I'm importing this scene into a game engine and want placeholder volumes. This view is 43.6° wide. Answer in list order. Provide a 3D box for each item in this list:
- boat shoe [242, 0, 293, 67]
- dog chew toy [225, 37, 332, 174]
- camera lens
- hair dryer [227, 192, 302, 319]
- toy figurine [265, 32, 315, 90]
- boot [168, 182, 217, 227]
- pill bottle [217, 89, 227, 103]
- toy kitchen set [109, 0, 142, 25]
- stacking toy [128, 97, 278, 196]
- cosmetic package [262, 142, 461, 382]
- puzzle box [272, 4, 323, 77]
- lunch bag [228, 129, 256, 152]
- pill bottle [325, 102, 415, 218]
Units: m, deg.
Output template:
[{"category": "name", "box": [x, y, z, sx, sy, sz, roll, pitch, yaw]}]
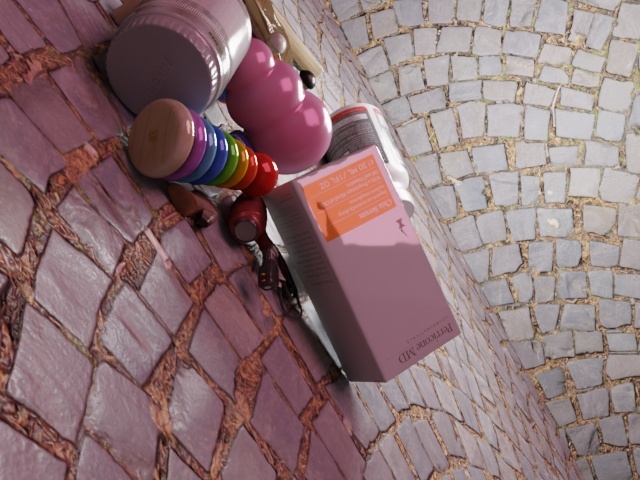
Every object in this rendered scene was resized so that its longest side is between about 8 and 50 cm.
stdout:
[{"category": "boat shoe", "box": [-0.177, -0.573, 2.253, 0.123, 0.123, 0.342, -78, 151, -44]}, {"category": "dog chew toy", "box": [-0.115, -0.306, 1.777, 0.331, 0.207, 0.206, 55, 18, -33]}, {"category": "camera lens", "box": [-0.263, -0.371, 1.523, 0.219, 0.219, 0.274, 52, 30, -24]}, {"category": "hair dryer", "box": [-0.124, 0.011, 1.627, 0.223, 0.080, 0.293, 62, 11, -64]}, {"category": "toy figurine", "box": [-0.116, -0.430, 2.149, 0.213, 0.148, 0.209, 51, 20, -26]}, {"category": "boot", "box": [-0.236, -0.074, 1.481, 0.118, 0.042, 0.087, 53, 13, -23]}, {"category": "pill bottle", "box": [-0.253, -0.420, 1.815, 0.221, 0.124, 0.124, 41, 26, -44]}, {"category": "toy kitchen set", "box": [-0.397, -0.466, 1.652, 0.083, 0.068, 0.075, 55, -9, -14]}, {"category": "stacking toy", "box": [-0.193, -0.146, 1.485, 0.330, 0.141, 0.141, 20, 43, -55]}, {"category": "cosmetic package", "box": [0.088, 0.051, 1.706, 0.230, 0.161, 0.453, -28, 96, -28]}, {"category": "puzzle box", "box": [-0.168, -0.676, 2.411, 0.409, 0.052, 0.272, 47, 3, -33]}, {"category": "lunch bag", "box": [-0.181, -0.183, 1.734, 0.098, 0.067, 0.065, 55, 19, -18]}, {"category": "pill bottle", "box": [0.142, -0.216, 2.406, 0.210, 0.210, 0.362, 32, 33, -55]}]
